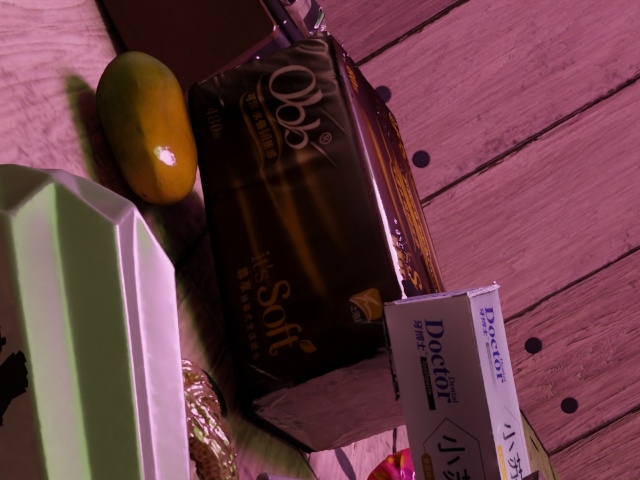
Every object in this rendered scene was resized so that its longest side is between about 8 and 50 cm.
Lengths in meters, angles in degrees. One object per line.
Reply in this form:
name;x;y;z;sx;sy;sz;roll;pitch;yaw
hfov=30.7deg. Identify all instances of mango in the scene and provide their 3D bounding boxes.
mango;-0.167;-0.101;1.126;0.122;0.086;0.191;79;-2;-52

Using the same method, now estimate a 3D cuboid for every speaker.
speaker;-0.136;-0.247;1.399;0.230;0.193;0.153;60;9;29

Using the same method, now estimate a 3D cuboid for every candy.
candy;0.042;0.250;1.144;0.365;0.124;0.124;29;31;-55

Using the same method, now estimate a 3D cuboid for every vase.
vase;-0.115;0.141;0.499;0.165;0.165;0.360;45;22;-55

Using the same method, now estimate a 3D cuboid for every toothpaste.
toothpaste;0.124;0.194;0.940;0.071;0.089;0.312;-10;90;-55

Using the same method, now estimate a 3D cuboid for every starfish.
starfish;-0.121;0.110;0.852;0.277;0.062;0.236;53;6;-13

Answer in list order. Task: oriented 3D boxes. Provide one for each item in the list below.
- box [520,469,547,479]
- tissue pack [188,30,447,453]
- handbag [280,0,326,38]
box;0.094;0.290;0.825;0.149;0.231;0.155;60;10;7
tissue pack;0.000;0.000;1.174;0.210;0.198;0.369;40;32;-57
handbag;-0.151;-0.373;1.605;0.316;0.253;0.109;48;54;-56
